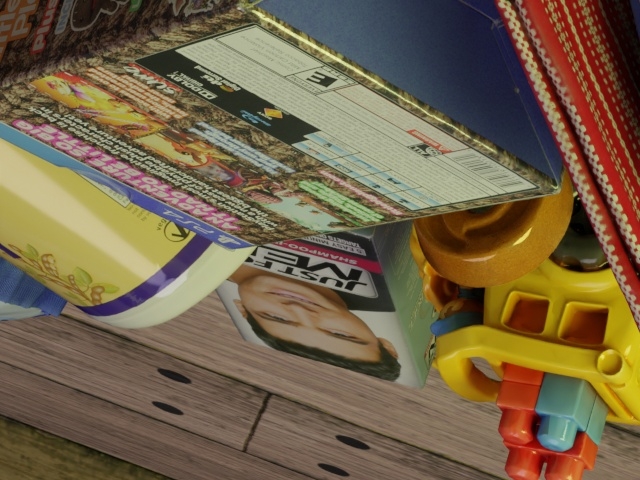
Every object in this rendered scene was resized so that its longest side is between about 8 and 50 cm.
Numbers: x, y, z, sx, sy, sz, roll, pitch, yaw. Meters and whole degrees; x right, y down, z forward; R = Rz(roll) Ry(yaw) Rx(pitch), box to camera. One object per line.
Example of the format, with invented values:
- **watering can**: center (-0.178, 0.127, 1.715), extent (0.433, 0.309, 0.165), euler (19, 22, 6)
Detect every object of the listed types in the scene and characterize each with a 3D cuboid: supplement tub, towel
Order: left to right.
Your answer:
- **supplement tub**: center (-0.193, -0.116, 1.317), extent (0.331, 0.241, 0.241), euler (36, 156, -27)
- **towel**: center (0.178, -0.067, 1.016), extent (0.031, 0.199, 0.275), euler (-24, -178, 27)

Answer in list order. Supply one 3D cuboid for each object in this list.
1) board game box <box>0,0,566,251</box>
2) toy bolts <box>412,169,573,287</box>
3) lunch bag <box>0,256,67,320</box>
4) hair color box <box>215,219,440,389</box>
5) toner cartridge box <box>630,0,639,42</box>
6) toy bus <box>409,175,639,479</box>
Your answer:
- **board game box**: center (-0.032, -0.114, 1.096), extent (0.232, 0.141, 0.291), euler (27, 157, -35)
- **toy bolts**: center (0.124, -0.061, 1.254), extent (0.228, 0.218, 0.158), euler (26, 169, 36)
- **lunch bag**: center (-0.408, -0.050, 1.685), extent (0.385, 0.239, 0.328), euler (26, 178, 8)
- **hair color box**: center (0.000, 0.000, 1.666), extent (0.185, 0.114, 0.374), euler (15, 162, 15)
- **toner cartridge box**: center (0.290, -0.039, 1.074), extent (0.075, 0.165, 0.348), euler (-23, 150, 29)
- **toy bus**: center (0.151, 0.062, 1.365), extent (0.220, 0.211, 0.149), euler (11, 162, 31)
